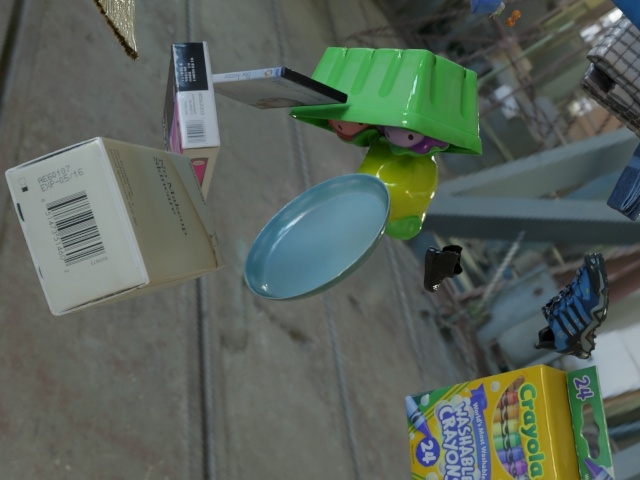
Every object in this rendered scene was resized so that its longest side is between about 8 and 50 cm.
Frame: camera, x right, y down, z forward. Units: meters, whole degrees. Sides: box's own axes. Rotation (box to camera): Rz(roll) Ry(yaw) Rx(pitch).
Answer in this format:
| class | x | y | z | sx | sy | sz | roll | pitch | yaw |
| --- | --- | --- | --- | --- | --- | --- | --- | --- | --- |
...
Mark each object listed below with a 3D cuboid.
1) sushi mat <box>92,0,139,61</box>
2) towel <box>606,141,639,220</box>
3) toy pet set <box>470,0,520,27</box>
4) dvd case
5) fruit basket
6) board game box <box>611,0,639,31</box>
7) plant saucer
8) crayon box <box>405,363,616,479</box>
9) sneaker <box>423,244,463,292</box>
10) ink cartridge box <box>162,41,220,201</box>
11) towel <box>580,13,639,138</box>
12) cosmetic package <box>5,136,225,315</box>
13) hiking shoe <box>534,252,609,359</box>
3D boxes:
| class | x | y | z | sx | sy | sz | roll | pitch | yaw |
| --- | --- | --- | --- | --- | --- | --- | --- | --- | --- |
| sushi mat | -0.347 | -0.415 | 1.628 | 0.151 | 0.019 | 0.316 | 61 | 6 | -33 |
| towel | 0.406 | -0.087 | 1.238 | 0.029 | 0.119 | 0.067 | 25 | 10 | -12 |
| toy pet set | 0.293 | -0.417 | 1.742 | 0.122 | 0.065 | 0.114 | 38 | -9 | 1 |
| dvd case | -0.096 | -0.297 | 1.930 | 0.180 | 0.253 | 0.022 | 16 | 81 | -45 |
| fruit basket | 0.136 | -0.193 | 2.015 | 0.283 | 0.392 | 0.392 | 13 | 46 | -43 |
| board game box | 0.344 | -0.375 | 0.999 | 0.308 | 0.086 | 0.302 | 44 | 54 | -7 |
| plant saucer | 0.000 | 0.000 | 1.825 | 0.043 | 0.318 | 0.317 | 52 | 19 | -30 |
| crayon box | 0.290 | 0.320 | 1.554 | 0.083 | 0.323 | 0.203 | 21 | 57 | -45 |
| sneaker | 0.292 | 0.071 | 2.304 | 0.051 | 0.089 | 0.170 | -52 | 149 | -37 |
| ink cartridge box | -0.220 | -0.163 | 1.621 | 0.371 | 0.069 | 0.175 | 118 | -35 | -70 |
| towel | 0.516 | -0.224 | 1.318 | 0.284 | 0.235 | 0.121 | 39 | -6 | 1 |
| cosmetic package | -0.216 | -0.017 | 1.104 | 0.309 | 0.113 | 0.160 | -18 | 89 | -81 |
| hiking shoe | 0.577 | 0.156 | 2.242 | 0.113 | 0.132 | 0.304 | -82 | 175 | -53 |
